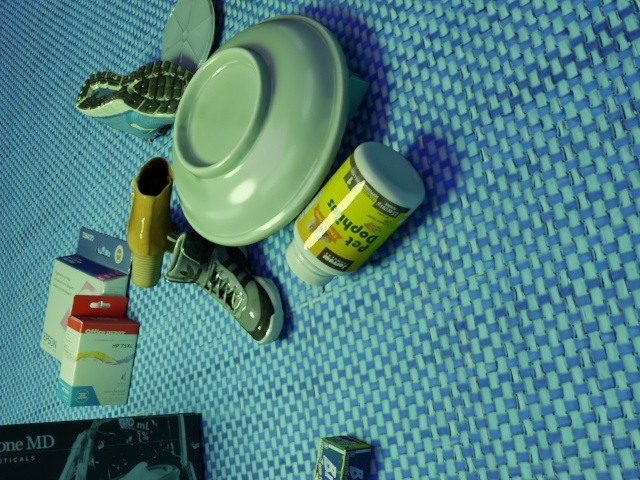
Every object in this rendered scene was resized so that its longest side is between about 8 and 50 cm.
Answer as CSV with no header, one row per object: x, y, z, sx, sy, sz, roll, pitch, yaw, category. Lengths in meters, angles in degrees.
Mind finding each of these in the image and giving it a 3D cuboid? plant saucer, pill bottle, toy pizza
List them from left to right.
-0.273,-0.426,1.489,0.201,0.032,0.201,-8,79,47,toy pizza
-0.134,-0.194,1.137,0.401,0.101,0.400,-17,65,39,plant saucer
0.041,-0.030,1.008,0.215,0.117,0.117,-49,51,33,pill bottle

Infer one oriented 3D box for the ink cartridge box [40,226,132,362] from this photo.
-0.576,0.144,1.718,0.324,0.072,0.329,12,94,49,ink cartridge box

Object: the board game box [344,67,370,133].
-0.023,-0.201,1.161,0.160,0.047,0.210,49,120,41,board game box

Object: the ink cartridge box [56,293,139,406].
-0.484,0.240,1.547,0.078,0.134,0.230,12,94,50,ink cartridge box

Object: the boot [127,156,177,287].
-0.315,-0.065,1.352,0.295,0.104,0.211,-107,26,-61,boot

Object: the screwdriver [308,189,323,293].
0.000,0.000,1.129,0.025,0.024,0.169,-12,81,17,screwdriver

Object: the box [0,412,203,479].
-0.464,0.562,1.215,0.297,0.480,0.471,-25,66,42,box

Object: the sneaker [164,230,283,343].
-0.177,0.075,1.211,0.101,0.153,0.268,-58,46,25,sneaker

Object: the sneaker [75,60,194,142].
-0.358,-0.290,1.507,0.330,0.147,0.129,7,72,31,sneaker

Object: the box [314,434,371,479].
0.025,0.371,1.013,0.059,0.054,0.168,9,91,49,box
